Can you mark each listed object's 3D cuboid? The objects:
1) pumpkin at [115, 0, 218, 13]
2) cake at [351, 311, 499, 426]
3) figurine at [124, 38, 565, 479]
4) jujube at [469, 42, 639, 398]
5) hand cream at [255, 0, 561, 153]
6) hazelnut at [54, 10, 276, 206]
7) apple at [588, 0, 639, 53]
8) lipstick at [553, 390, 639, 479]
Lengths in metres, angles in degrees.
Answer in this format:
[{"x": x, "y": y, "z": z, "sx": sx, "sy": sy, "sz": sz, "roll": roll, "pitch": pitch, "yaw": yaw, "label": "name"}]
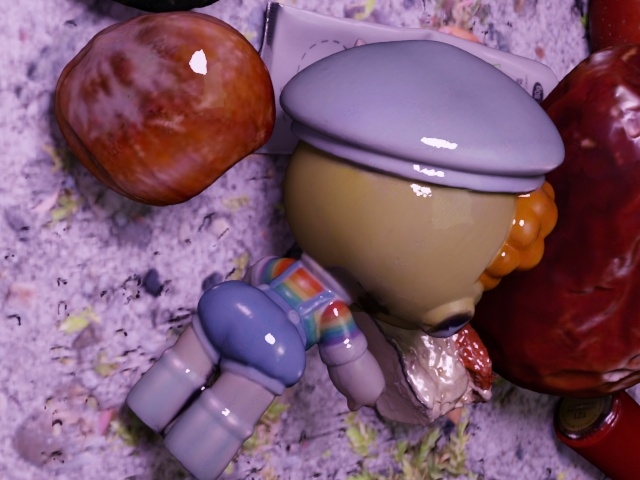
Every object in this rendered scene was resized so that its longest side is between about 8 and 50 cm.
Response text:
[{"x": -0.113, "y": -0.243, "z": 1.193, "sx": 0.167, "sy": 0.125, "sz": 0.167, "roll": -12, "pitch": 111, "yaw": -33, "label": "pumpkin"}, {"x": 0.071, "y": 0.055, "z": 1.380, "sx": 0.086, "sy": 0.117, "sz": 0.220, "roll": -28, "pitch": 113, "yaw": -28, "label": "cake"}, {"x": 0.019, "y": 0.018, "z": 1.240, "sx": 0.382, "sy": 0.224, "sz": 0.205, "roll": -59, "pitch": 149, "yaw": -11, "label": "figurine"}, {"x": 0.231, "y": -0.010, "z": 1.397, "sx": 0.223, "sy": 0.223, "sz": 0.318, "roll": -20, "pitch": 145, "yaw": -37, "label": "jujube"}, {"x": 0.084, "y": -0.123, "z": 1.416, "sx": 0.336, "sy": 0.076, "sz": 0.121, "roll": 3, "pitch": 93, "yaw": -33, "label": "hand cream"}, {"x": -0.111, "y": -0.101, "z": 1.195, "sx": 0.143, "sy": 0.154, "sz": 0.143, "roll": 35, "pitch": 43, "yaw": -40, "label": "hazelnut"}, {"x": 0.364, "y": -0.205, "z": 1.547, "sx": 0.218, "sy": 0.201, "sz": 0.218, "roll": 2, "pitch": 87, "yaw": -35, "label": "apple"}, {"x": 0.320, "y": 0.218, "z": 1.626, "sx": 0.241, "sy": 0.080, "sz": 0.080, "roll": 41, "pitch": 69, "yaw": -35, "label": "lipstick"}]
